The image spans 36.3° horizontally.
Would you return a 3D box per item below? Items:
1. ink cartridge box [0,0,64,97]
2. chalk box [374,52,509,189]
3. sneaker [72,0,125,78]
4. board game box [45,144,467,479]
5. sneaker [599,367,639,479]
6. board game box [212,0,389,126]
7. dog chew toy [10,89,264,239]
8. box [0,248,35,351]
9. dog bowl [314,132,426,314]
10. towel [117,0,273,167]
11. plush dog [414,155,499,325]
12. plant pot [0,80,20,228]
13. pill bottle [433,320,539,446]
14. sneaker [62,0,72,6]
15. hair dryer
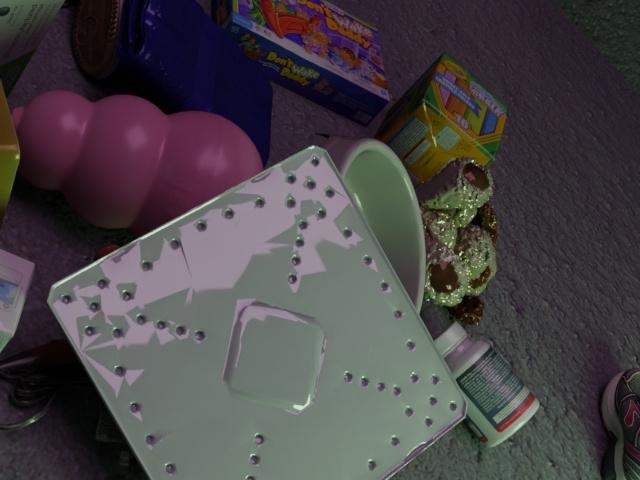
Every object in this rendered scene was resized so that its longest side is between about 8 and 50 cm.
[{"bbox_3d":[-0.491,-0.264,1.191,0.289,0.211,0.121,-22,73,-51],"label":"ink cartridge box"},{"bbox_3d":[0.233,-0.221,1.879,0.179,0.180,0.289,38,35,-9],"label":"chalk box"},{"bbox_3d":[-0.308,-0.362,1.561,0.153,0.099,0.282,28,49,-51],"label":"sneaker"},{"bbox_3d":[-0.061,0.138,1.143,0.390,0.050,0.390,-31,93,-28],"label":"board game box"},{"bbox_3d":[0.570,0.336,1.707,0.121,0.112,0.299,35,36,-13],"label":"sneaker"},{"bbox_3d":[-0.040,-0.384,1.859,0.347,0.078,0.233,22,41,-28],"label":"board game box"},{"bbox_3d":[-0.245,-0.097,1.282,0.332,0.206,0.206,19,42,-19],"label":"dog chew toy"},{"bbox_3d":[-0.424,0.051,1.021,0.203,0.114,0.103,27,41,-22],"label":"box"},{"bbox_3d":[0.047,0.011,1.395,0.349,0.102,0.349,18,69,-59],"label":"dog bowl"},{"bbox_3d":[-0.192,-0.255,1.521,0.308,0.076,0.228,43,37,-40],"label":"towel"},{"bbox_3d":[0.213,0.017,1.658,0.225,0.210,0.262,35,63,-36],"label":"plush dog"},{"bbox_3d":[-0.464,-0.107,1.078,0.187,0.212,0.212,-5,57,-33],"label":"plant pot"},{"bbox_3d":[0.239,0.217,1.506,0.180,0.108,0.108,49,36,6],"label":"pill bottle"},{"bbox_3d":[-0.399,-0.402,1.564,0.032,0.037,0.083,44,37,-4],"label":"sneaker"},{"bbox_3d":[-0.255,0.117,1.150,0.223,0.080,0.293,27,39,-21],"label":"hair dryer"}]
